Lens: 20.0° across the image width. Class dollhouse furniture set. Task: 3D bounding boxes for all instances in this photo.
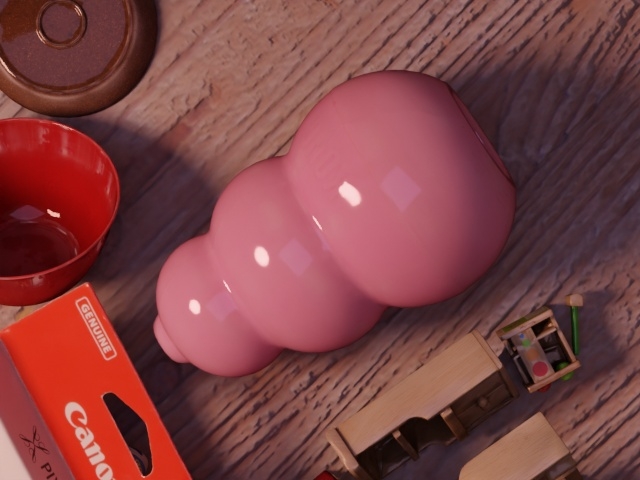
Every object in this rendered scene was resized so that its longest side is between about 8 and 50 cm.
[{"bbox_3d":[0.144,0.227,1.559,0.161,0.212,0.242,-35,64,0],"label":"dollhouse furniture set"}]

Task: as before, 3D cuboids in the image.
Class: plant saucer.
[{"bbox_3d":[-0.232,-0.196,1.639,0.168,0.029,0.168,0,91,0],"label":"plant saucer"}]

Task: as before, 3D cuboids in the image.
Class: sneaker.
[{"bbox_3d":[-0.221,0.195,1.640,0.144,0.059,0.053,19,113,18],"label":"sneaker"}]

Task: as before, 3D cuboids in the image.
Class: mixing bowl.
[{"bbox_3d":[-0.262,-0.009,1.592,0.181,0.098,0.181,0,51,0],"label":"mixing bowl"}]

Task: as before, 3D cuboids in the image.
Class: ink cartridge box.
[{"bbox_3d":[-0.239,0.206,1.585,0.239,0.060,0.275,-27,91,31],"label":"ink cartridge box"}]

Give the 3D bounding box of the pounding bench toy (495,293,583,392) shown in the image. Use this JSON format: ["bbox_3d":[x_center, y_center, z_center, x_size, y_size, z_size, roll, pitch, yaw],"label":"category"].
[{"bbox_3d":[0.210,0.093,1.626,0.083,0.052,0.065,-29,91,2],"label":"pounding bench toy"}]

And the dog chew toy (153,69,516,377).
[{"bbox_3d":[0.000,0.000,1.561,0.332,0.206,0.206,-33,91,10],"label":"dog chew toy"}]

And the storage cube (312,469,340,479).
[{"bbox_3d":[-0.005,0.330,1.562,0.193,0.215,0.184,-40,90,-5],"label":"storage cube"}]
